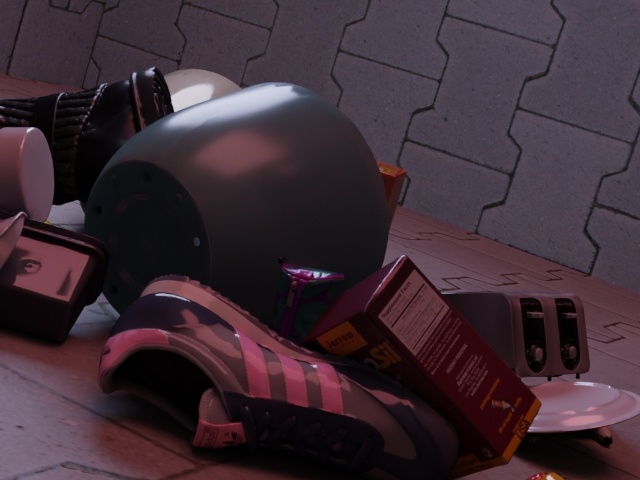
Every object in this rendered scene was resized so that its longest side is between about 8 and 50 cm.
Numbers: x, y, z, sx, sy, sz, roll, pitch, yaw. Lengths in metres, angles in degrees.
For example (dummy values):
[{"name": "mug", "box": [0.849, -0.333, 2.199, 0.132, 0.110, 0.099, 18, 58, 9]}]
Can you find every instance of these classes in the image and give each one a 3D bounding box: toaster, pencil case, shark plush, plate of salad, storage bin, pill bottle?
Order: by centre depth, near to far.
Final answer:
[{"name": "pencil case", "box": [-0.027, 0.096, 1.144, 0.064, 0.152, 0.070, 19, 8, 29]}, {"name": "storage bin", "box": [-0.290, 0.046, 1.191, 0.135, 0.098, 0.091, 18, 36, -4]}, {"name": "pill bottle", "box": [-0.404, -0.063, 1.255, 0.229, 0.131, 0.131, -1, 7, 6]}, {"name": "plate of salad", "box": [0.268, 0.198, 1.362, 0.200, 0.048, 0.200, -7, 5, 1]}, {"name": "shark plush", "box": [0.323, 0.205, 1.507, 0.067, 0.073, 0.161, -13, 8, 14]}, {"name": "toaster", "box": [0.222, 0.119, 1.513, 0.185, 0.110, 0.168, -4, -6, 44]}]

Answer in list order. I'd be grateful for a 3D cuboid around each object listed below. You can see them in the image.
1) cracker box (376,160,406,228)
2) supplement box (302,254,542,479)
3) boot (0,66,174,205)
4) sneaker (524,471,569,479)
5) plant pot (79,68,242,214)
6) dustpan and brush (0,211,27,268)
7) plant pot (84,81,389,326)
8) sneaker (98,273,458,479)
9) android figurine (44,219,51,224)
[{"name": "cracker box", "box": [0.000, 0.000, 1.535, 0.155, 0.232, 0.067, 19, 15, 14]}, {"name": "supplement box", "box": [0.090, 0.119, 1.078, 0.188, 0.081, 0.104, 47, -39, -8]}, {"name": "boot", "box": [-0.315, -0.063, 1.586, 0.260, 0.348, 0.131, -13, -36, 4]}, {"name": "sneaker", "box": [0.176, 0.250, 0.875, 0.092, 0.088, 0.225, -7, 17, -19]}, {"name": "plant pot", "box": [-0.238, -0.105, 1.818, 0.256, 0.256, 0.274, 20, 25, 14]}, {"name": "dustpan and brush", "box": [-0.354, 0.040, 1.082, 0.147, 0.060, 0.211, -16, 39, 12]}, {"name": "plant pot", "box": [-0.110, -0.016, 1.311, 0.293, 0.293, 0.235, 23, 23, 30]}, {"name": "sneaker", "box": [-0.043, 0.151, 1.032, 0.319, 0.112, 0.131, 24, 38, 10]}, {"name": "android figurine", "box": [-0.432, -0.028, 1.441, 0.248, 0.056, 0.273, 14, 8, -26]}]
